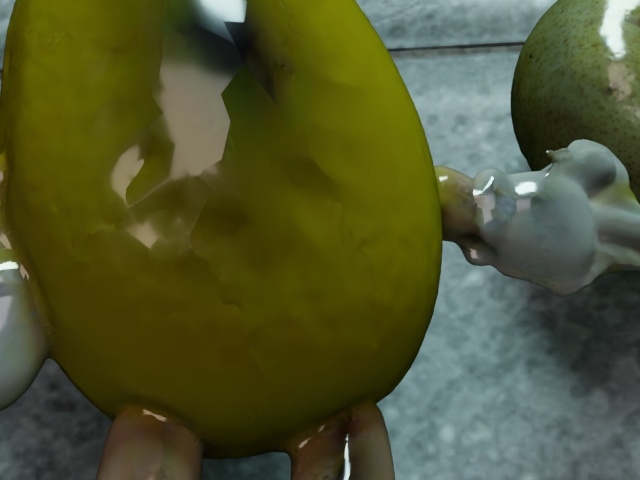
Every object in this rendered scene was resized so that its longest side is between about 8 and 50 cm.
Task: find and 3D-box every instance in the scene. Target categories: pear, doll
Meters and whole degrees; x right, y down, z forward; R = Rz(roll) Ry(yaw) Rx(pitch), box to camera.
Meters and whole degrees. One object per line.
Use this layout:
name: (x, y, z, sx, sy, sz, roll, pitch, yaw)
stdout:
pear: (0.188, -0.072, 1.075, 0.167, 0.136, 0.167, -1, 60, 2)
doll: (-0.019, 0.027, 0.915, 0.348, 0.161, 0.423, 27, 61, -5)
